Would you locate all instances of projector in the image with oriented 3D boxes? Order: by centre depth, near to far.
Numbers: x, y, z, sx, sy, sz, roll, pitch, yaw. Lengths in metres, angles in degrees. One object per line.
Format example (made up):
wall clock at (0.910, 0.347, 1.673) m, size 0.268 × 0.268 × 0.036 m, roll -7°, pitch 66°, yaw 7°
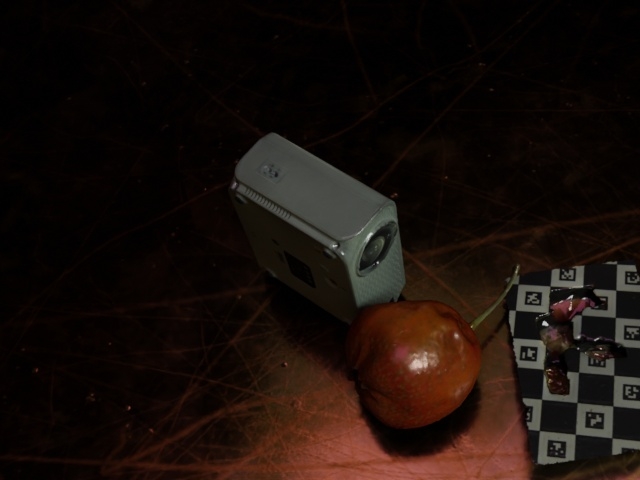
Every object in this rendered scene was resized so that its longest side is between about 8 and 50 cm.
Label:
projector at (0.000, 0.000, 1.280) m, size 0.198 × 0.250 × 0.108 m, roll 32°, pitch 68°, yaw 24°

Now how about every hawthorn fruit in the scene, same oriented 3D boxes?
hawthorn fruit at (0.165, 0.127, 1.257) m, size 0.285 × 0.165 × 0.165 m, roll -24°, pitch 56°, yaw -26°

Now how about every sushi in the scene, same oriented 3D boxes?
sushi at (0.340, 0.156, 1.250) m, size 0.193 × 0.043 × 0.279 m, roll -9°, pitch 52°, yaw 5°
